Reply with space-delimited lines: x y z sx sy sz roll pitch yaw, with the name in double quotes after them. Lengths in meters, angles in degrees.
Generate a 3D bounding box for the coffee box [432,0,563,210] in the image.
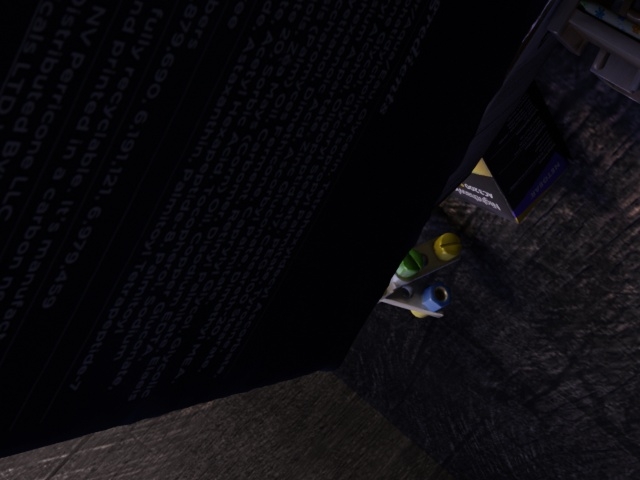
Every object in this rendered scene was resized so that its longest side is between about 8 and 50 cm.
0.077 -0.142 0.814 0.141 0.098 0.246 41 139 9 "coffee box"

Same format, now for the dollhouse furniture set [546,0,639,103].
0.256 -0.109 0.718 0.182 0.101 0.161 36 -170 23 "dollhouse furniture set"

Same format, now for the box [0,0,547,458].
-0.205 -0.154 0.571 0.480 0.297 0.472 33 -166 21 "box"

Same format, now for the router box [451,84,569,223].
0.051 -0.161 1.084 0.309 0.081 0.243 28 161 47 "router box"

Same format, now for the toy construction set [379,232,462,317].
0.000 0.000 1.345 0.151 0.328 0.215 -29 72 45 "toy construction set"
